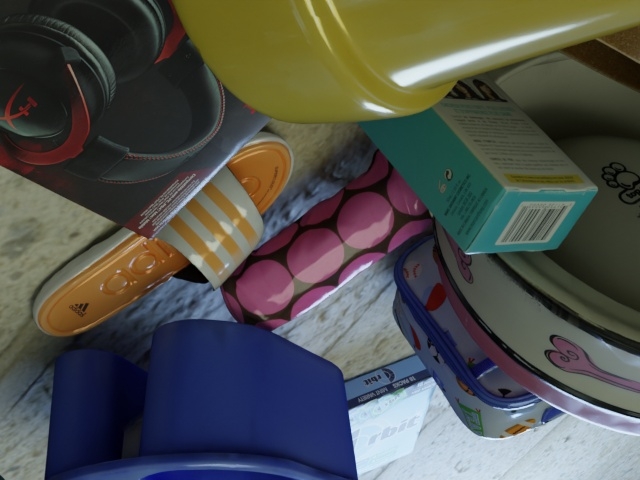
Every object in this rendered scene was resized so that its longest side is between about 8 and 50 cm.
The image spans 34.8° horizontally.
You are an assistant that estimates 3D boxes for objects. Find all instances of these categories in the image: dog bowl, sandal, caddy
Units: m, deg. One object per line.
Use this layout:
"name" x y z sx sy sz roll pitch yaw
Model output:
"dog bowl" 0.280 -0.009 0.889 0.408 0.408 0.150 -17 144 -25
"sandal" -0.119 0.017 0.867 0.265 0.076 0.102 -38 146 2
"caddy" -0.103 0.206 0.946 0.241 0.179 0.341 -18 152 24

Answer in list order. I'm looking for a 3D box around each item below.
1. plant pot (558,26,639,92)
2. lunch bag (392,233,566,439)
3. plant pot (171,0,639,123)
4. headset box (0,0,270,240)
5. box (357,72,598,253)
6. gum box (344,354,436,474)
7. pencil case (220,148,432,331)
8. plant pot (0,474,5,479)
"plant pot" 0.262 -0.255 0.768 0.237 0.237 0.254 15 108 -49
"lunch bag" 0.246 0.067 1.093 0.303 0.243 0.115 -24 144 -16
"plant pot" 0.076 -0.193 0.535 0.254 0.239 0.254 0 91 -57
"headset box" -0.127 -0.141 0.642 0.218 0.110 0.293 -43 145 10
"box" 0.087 -0.094 0.763 0.100 0.244 0.060 -2 133 -38
"gum box" 0.063 0.236 1.315 0.157 0.041 0.184 -17 142 -25
"pencil case" 0.000 0.000 0.935 0.209 0.098 0.095 -33 141 0
"plant pot" -0.380 0.298 0.835 0.255 0.272 0.272 -57 143 4
